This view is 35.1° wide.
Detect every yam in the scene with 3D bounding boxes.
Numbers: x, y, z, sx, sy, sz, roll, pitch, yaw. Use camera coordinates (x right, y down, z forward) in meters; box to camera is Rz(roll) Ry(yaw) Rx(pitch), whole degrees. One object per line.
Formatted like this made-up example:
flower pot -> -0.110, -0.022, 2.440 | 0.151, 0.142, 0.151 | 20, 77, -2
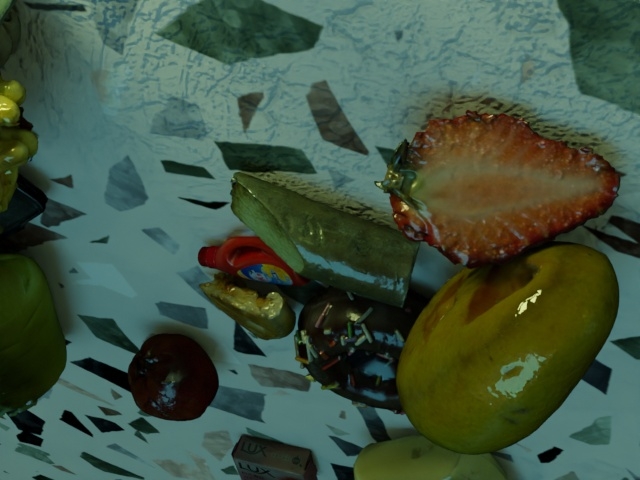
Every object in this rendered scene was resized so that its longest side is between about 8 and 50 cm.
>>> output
yam -> 0.000, 0.000, 1.265 | 0.259, 0.106, 0.106 | 19, 146, -1

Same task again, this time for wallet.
wallet -> -0.526, -0.058, 1.487 | 0.172, 0.045, 0.318 | 36, 145, -25

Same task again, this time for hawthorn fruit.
hawthorn fruit -> -0.235, 0.233, 1.675 | 0.148, 0.148, 0.172 | -11, 148, 37

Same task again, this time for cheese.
cheese -> 0.217, 0.452, 1.767 | 0.260, 0.128, 0.316 | -10, 138, 33

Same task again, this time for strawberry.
strawberry -> 0.182, -0.059, 1.098 | 0.236, 0.106, 0.175 | 22, 108, -8

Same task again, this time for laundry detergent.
laundry detergent -> -0.097, 0.024, 1.388 | 0.165, 0.049, 0.097 | 4, 146, 24

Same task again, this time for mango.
mango -> 0.222, 0.120, 1.177 | 0.182, 0.253, 0.365 | 37, 146, -5

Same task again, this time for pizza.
pizza -> -0.105, 0.092, 1.469 | 0.161, 0.062, 0.182 | 22, 166, 15

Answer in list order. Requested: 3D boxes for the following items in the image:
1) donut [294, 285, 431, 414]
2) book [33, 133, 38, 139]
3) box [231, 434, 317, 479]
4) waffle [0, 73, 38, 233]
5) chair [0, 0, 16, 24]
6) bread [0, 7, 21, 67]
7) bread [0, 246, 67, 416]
donut -> 0.086, 0.158, 1.440 | 0.270, 0.103, 0.269 | 12, 144, 9
book -> -0.518, -0.135, 1.235 | 0.295, 0.208, 0.020 | 40, 152, -27
box -> -0.086, 0.437, 1.956 | 0.156, 0.060, 0.111 | 8, 143, 15
waffle -> -0.509, -0.109, 1.092 | 0.380, 0.095, 0.382 | 26, 126, -23
chair -> -0.276, -0.297, 0.830 | 0.136, 0.270, 0.147 | 30, 146, -13
bread -> -0.427, -0.268, 1.096 | 0.183, 0.102, 0.337 | 15, 147, 7
bread -> -0.552, 0.141, 1.622 | 0.251, 0.208, 0.376 | 11, 149, 0
